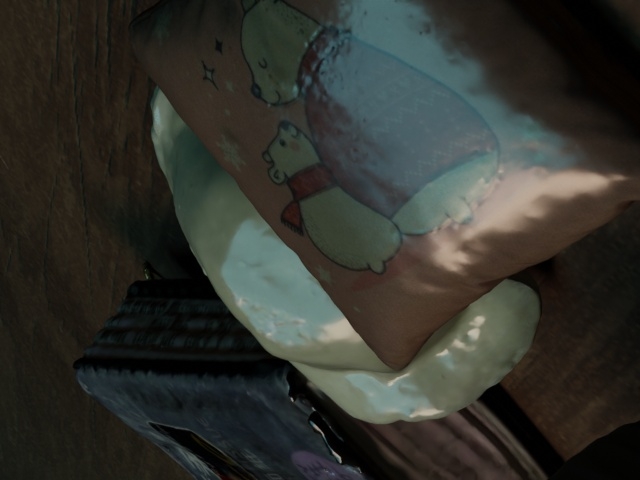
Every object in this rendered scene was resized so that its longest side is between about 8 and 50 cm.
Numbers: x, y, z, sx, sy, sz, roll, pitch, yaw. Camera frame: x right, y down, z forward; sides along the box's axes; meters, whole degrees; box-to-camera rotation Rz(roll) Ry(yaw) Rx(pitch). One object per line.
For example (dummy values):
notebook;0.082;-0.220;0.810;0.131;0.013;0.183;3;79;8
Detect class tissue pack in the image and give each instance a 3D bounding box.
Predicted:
tissue pack;0.002;0.137;1.363;0.259;0.122;0.361;47;158;-21

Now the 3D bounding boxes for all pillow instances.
pillow;0.033;-0.062;0.904;0.223;0.084;0.236;51;139;-6

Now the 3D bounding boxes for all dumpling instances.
dumpling;0.000;0.000;1.067;0.250;0.132;0.162;40;125;0

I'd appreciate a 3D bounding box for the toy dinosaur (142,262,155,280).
toy dinosaur;-0.109;0.066;1.553;0.113;0.026;0.041;58;163;-15

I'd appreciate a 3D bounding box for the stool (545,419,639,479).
stool;0.252;0.257;0.928;0.330;0.297;0.297;29;157;44
